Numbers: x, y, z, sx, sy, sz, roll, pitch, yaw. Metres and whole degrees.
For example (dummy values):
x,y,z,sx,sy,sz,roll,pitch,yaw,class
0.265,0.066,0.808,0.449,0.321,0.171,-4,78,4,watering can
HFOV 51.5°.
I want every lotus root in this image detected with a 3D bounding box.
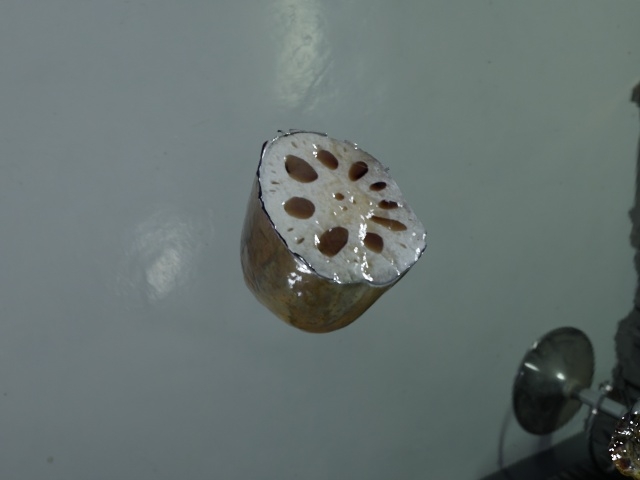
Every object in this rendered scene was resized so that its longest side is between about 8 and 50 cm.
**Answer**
x,y,z,sx,sy,sz,roll,pitch,yaw,class
0.000,0.000,0.916,0.272,0.272,0.192,-2,140,-29,lotus root

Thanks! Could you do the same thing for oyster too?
x,y,z,sx,sy,sz,roll,pitch,yaw,class
0.209,0.117,0.397,0.019,0.054,0.083,-28,139,-65,oyster
